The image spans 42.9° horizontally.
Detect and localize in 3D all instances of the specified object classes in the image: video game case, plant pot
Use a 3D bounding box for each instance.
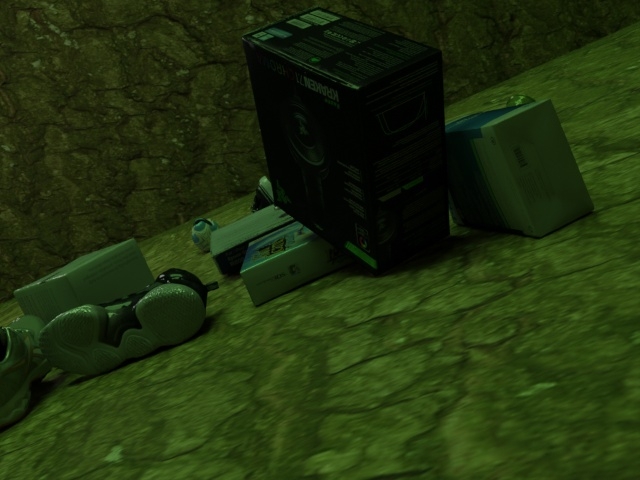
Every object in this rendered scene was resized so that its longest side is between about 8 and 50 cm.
[{"bbox_3d":[0.000,0.000,1.285,0.244,0.061,0.269,-25,9,2],"label":"video game case"},{"bbox_3d":[0.387,-0.236,1.619,0.079,0.083,0.083,-43,17,-30],"label":"plant pot"}]

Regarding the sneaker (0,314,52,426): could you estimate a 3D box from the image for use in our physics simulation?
[{"bbox_3d":[-0.458,0.159,1.196,0.099,0.121,0.262,-10,23,-2],"label":"sneaker"}]

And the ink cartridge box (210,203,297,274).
[{"bbox_3d":[-0.062,-0.033,1.625,0.324,0.071,0.330,-24,12,-3],"label":"ink cartridge box"}]

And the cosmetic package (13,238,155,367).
[{"bbox_3d":[-0.383,0.107,1.373,0.183,0.151,0.151,-16,13,42],"label":"cosmetic package"}]

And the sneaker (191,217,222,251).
[{"bbox_3d":[-0.301,-0.025,2.163,0.085,0.086,0.237,-27,8,-6],"label":"sneaker"}]

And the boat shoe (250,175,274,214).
[{"bbox_3d":[-0.123,-0.076,1.862,0.076,0.080,0.228,-37,-12,-6],"label":"boat shoe"}]

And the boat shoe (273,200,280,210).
[{"bbox_3d":[-0.011,-0.121,1.587,0.206,0.065,0.075,-28,12,-21],"label":"boat shoe"}]

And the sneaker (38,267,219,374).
[{"bbox_3d":[-0.279,0.118,1.225,0.268,0.101,0.153,-16,10,14],"label":"sneaker"}]

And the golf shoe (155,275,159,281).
[{"bbox_3d":[-0.265,0.088,1.466,0.176,0.069,0.086,-16,6,38],"label":"golf shoe"}]

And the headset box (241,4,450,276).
[{"bbox_3d":[0.036,-0.126,1.055,0.131,0.283,0.246,-29,41,-24],"label":"headset box"}]

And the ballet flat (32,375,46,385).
[{"bbox_3d":[-0.549,0.215,1.353,0.248,0.086,0.086,-20,10,27],"label":"ballet flat"}]

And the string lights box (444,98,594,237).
[{"bbox_3d":[0.211,-0.086,0.984,0.077,0.133,0.259,-26,9,-7],"label":"string lights box"}]
